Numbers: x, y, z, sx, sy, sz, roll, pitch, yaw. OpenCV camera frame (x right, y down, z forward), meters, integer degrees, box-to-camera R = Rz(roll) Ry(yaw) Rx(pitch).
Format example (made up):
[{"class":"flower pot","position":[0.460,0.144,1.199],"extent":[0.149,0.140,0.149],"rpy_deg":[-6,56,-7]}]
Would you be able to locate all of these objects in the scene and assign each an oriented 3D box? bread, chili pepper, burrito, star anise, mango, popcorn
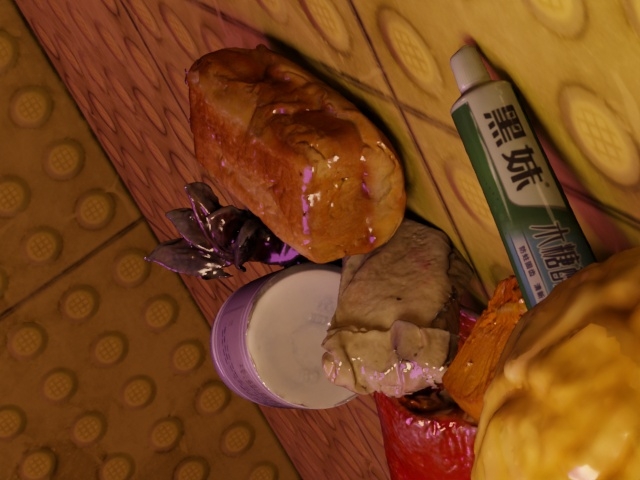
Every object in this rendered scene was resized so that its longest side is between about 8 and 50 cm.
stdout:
[{"class":"bread","position":[-0.031,-0.118,1.900],"extent":[0.344,0.148,0.195],"rpy_deg":[42,141,46]},{"class":"chili pepper","position":[0.189,0.258,1.910],"extent":[0.251,0.229,0.305],"rpy_deg":[32,153,47]},{"class":"burrito","position":[0.097,0.067,1.840],"extent":[0.348,0.175,0.107],"rpy_deg":[-82,-8,-56]},{"class":"star anise","position":[-0.100,-0.008,2.040],"extent":[0.282,0.212,0.129],"rpy_deg":[5,91,53]},{"class":"mango","position":[0.229,0.141,1.559],"extent":[0.350,0.201,0.199],"rpy_deg":[75,176,-71]},{"class":"popcorn","position":[0.274,0.187,1.150],"extent":[0.354,0.344,0.390],"rpy_deg":[50,171,2]}]

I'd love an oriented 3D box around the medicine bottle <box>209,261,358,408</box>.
[{"class":"medicine bottle","position":[-0.040,0.135,2.082],"extent":[0.190,0.190,0.332],"rpy_deg":[55,166,-3]}]

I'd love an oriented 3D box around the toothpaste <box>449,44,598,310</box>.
[{"class":"toothpaste","position":[0.200,0.000,1.388],"extent":[0.061,0.098,0.392],"rpy_deg":[95,154,-77]}]

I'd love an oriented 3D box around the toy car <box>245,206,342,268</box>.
[{"class":"toy car","position":[0.000,0.000,2.192],"extent":[0.320,0.097,0.141],"rpy_deg":[28,157,53]}]
